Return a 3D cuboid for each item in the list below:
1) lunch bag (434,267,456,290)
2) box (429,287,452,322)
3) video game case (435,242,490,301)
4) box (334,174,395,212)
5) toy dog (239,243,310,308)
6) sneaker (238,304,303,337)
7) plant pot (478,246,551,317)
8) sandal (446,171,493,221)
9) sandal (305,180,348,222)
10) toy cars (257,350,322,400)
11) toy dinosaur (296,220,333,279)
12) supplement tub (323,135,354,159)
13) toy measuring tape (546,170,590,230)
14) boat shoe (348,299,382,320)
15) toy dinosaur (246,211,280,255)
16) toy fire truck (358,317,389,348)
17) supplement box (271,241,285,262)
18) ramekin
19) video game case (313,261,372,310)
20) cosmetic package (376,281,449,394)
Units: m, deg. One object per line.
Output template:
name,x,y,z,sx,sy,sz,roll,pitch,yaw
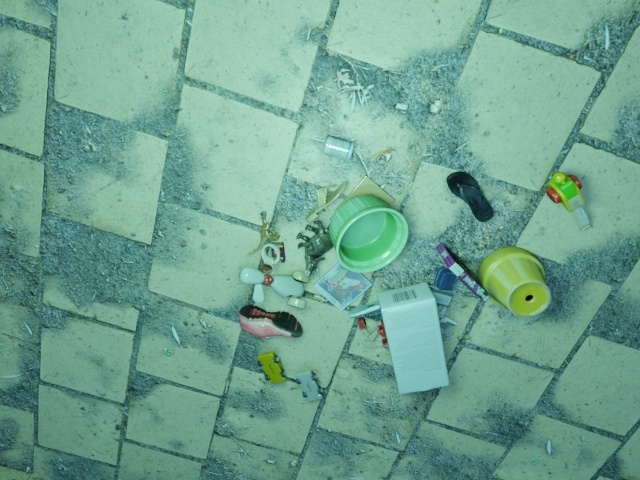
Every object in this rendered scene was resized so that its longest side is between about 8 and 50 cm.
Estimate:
lunch bag,0.539,0.170,1.758,0.067,0.065,0.098,7,111,-15
box,0.490,0.307,1.830,0.145,0.038,0.186,16,113,-2
video game case,0.576,0.124,1.648,0.210,0.232,0.042,41,107,-11
box,0.185,-0.146,1.686,0.164,0.021,0.201,38,109,-10
toy dog,-0.200,0.181,1.750,0.334,0.220,0.161,42,154,-21
sneaker,-0.236,0.404,1.903,0.314,0.116,0.136,16,122,6
plant pot,0.806,0.184,1.649,0.254,0.239,0.254,1,112,3
sandal,0.609,-0.179,1.620,0.254,0.054,0.097,43,108,-12
sandal,0.002,-0.175,1.653,0.079,0.088,0.240,39,114,-17
toy cars,-0.143,0.654,1.995,0.394,0.087,0.176,29,116,-10
toy dinosaur,0.000,0.000,1.725,0.160,0.121,0.313,32,100,-26
supplement tub,0.073,-0.363,1.583,0.107,0.071,0.071,16,112,-3
toy measuring tape,0.975,-0.166,1.591,0.121,0.121,0.330,-38,126,17
boat shoe,0.224,0.337,1.847,0.183,0.065,0.083,-19,108,11
toy dinosaur,-0.240,-0.022,1.757,0.112,0.064,0.211,17,103,17
toy fire truck,0.265,0.432,1.891,0.135,0.047,0.192,-18,110,12
supplement box,-0.187,0.053,1.781,0.055,0.043,0.083,-3,112,5
ramekin,0.181,-0.032,1.611,0.303,0.148,0.303,-11,128,-15
video game case,0.099,0.201,1.827,0.183,0.023,0.201,42,108,-12
cosmetic package,0.407,0.431,1.773,0.230,0.161,0.453,-12,110,5
